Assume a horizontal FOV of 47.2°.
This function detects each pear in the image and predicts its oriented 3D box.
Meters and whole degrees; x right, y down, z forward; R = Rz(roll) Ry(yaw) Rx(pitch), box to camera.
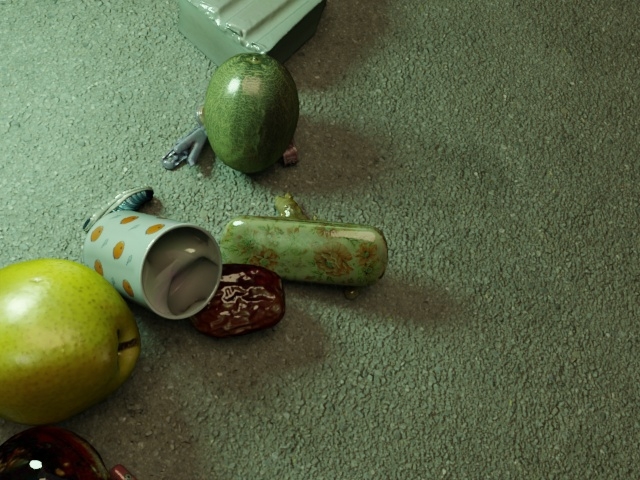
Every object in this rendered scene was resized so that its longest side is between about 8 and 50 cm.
[{"bbox_3d":[-0.595,0.212,1.564,0.418,0.362,0.362,5,62,20],"label":"pear"}]

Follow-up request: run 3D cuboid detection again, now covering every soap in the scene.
[{"bbox_3d":[-0.171,-0.697,2.141,0.350,0.213,0.435,37,65,10],"label":"soap"}]

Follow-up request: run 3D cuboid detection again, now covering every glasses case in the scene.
[{"bbox_3d":[-0.042,0.025,1.840,0.425,0.098,0.157,5,107,7],"label":"glasses case"}]

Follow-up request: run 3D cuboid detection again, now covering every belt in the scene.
[{"bbox_3d":[-0.110,-0.319,2.060,0.053,0.071,0.232,-15,69,-9],"label":"belt"}]

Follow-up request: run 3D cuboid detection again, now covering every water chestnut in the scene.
[{"bbox_3d":[-0.543,0.545,1.488,0.350,0.302,0.351,-1,88,19],"label":"water chestnut"}]

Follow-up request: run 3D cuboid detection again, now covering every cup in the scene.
[{"bbox_3d":[-0.406,0.042,1.700,0.317,0.212,0.212,14,54,45],"label":"cup"}]

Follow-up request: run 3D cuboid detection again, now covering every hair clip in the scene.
[{"bbox_3d":[-0.315,-0.292,2.002,0.137,0.090,0.278,50,65,-25],"label":"hair clip"}]

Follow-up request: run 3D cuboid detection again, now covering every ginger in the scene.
[{"bbox_3d":[-0.002,-0.001,1.933,0.333,0.080,0.166,35,77,9],"label":"ginger"}]

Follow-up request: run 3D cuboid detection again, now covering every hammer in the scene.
[{"bbox_3d":[-0.434,0.535,1.631,0.083,0.043,0.043,41,65,10],"label":"hammer"}]

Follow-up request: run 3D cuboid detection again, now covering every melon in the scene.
[{"bbox_3d":[-0.179,-0.328,1.900,0.248,0.329,0.249,6,44,-6],"label":"melon"}]

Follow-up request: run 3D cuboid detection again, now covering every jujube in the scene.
[{"bbox_3d":[-0.209,0.144,1.773,0.243,0.183,0.183,-4,66,2],"label":"jujube"}]

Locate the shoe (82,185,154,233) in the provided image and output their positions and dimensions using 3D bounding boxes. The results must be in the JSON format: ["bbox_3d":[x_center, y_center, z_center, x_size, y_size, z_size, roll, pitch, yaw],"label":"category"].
[{"bbox_3d":[-0.503,-0.063,1.871,0.106,0.091,0.207,50,61,-12],"label":"shoe"}]
